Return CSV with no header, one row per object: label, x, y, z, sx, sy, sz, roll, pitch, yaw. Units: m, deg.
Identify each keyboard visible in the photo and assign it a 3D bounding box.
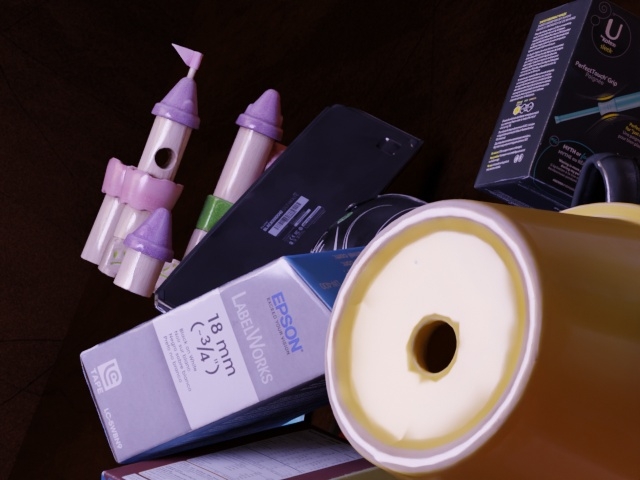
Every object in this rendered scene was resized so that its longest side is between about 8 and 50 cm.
keyboard,0.000,0.000,1.799,0.317,0.201,0.033,-48,-29,-24

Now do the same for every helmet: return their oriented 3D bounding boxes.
helmet,0.061,0.056,1.652,0.161,0.169,0.169,-55,11,-31

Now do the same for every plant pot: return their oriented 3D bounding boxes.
plant pot,0.137,0.085,1.099,0.254,0.239,0.254,-17,64,39

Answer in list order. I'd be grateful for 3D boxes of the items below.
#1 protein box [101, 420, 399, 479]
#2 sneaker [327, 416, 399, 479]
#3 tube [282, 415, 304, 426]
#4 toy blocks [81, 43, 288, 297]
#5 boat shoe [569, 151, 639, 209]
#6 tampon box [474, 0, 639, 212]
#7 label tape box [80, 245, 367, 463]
protein box,-0.052,0.273,1.433,0.136,0.201,0.199,16,111,52
sneaker,0.044,0.242,1.550,0.145,0.090,0.270,-67,14,-4
tube,-0.068,0.203,1.999,0.207,0.052,0.080,-35,41,48
toy blocks,-0.076,-0.040,1.940,0.260,0.289,0.309,-67,15,0
boat shoe,0.177,0.090,1.305,0.340,0.113,0.127,-65,24,13
tampon box,0.219,-0.096,1.439,0.101,0.120,0.161,-8,58,69
label tape box,0.011,0.070,1.449,0.334,0.241,0.106,-26,80,31
